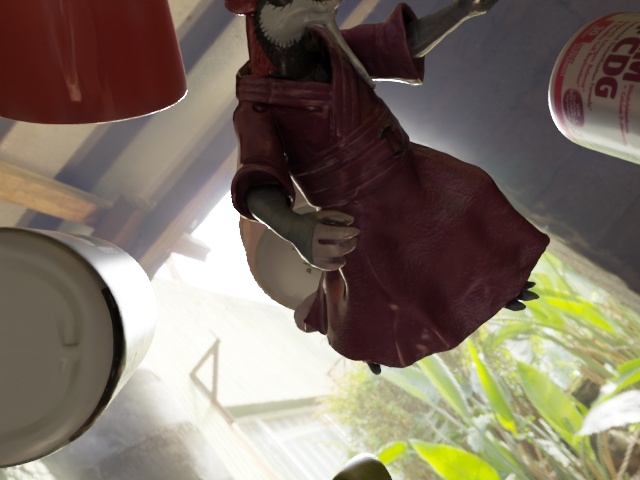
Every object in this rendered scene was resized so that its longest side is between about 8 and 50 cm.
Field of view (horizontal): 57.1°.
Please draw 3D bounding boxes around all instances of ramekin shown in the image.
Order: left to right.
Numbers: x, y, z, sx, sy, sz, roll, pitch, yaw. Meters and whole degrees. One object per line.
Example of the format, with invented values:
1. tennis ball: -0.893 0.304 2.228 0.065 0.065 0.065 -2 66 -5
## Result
1. ramekin: 0.000 0.000 0.946 0.127 0.273 0.272 -93 26 -58

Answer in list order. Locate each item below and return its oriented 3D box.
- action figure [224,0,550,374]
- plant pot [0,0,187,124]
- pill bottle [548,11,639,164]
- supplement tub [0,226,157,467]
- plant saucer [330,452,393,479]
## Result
1. action figure: 0.033 -0.075 0.503 0.248 0.276 0.370 -41 -67 -16
2. plant pot: -0.315 -0.305 0.741 0.275 0.275 0.243 -28 -47 -39
3. pill bottle: 0.381 -0.145 0.592 0.160 0.283 0.160 -6 -68 -15
4. supplement tub: -0.274 0.086 0.599 0.193 0.193 0.316 -46 6 -8
5. plant saucer: 0.043 0.409 0.782 0.037 0.241 0.241 10 -54 -18
